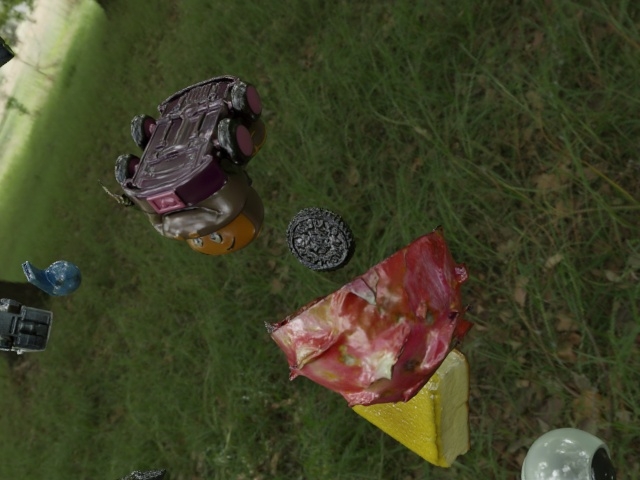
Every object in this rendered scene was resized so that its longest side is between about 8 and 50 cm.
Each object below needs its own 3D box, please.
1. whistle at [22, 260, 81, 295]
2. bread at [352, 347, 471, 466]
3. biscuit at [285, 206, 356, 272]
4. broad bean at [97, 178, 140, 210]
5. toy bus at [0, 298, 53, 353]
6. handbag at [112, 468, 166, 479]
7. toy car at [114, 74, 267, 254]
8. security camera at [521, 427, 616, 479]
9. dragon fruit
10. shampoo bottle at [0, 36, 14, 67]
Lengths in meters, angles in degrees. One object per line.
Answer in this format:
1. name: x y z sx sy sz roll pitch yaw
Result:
1. whistle: -0.609 0.081 1.357 0.158 0.090 0.090 78 -161 -65
2. bread: 0.209 0.358 1.446 0.333 0.143 0.323 26 135 40
3. biscuit: 0.000 0.000 1.495 0.194 0.194 0.053 -40 8 36
4. broad bean: -0.354 -0.133 1.256 0.056 0.098 0.318 -29 10 18
5. toy bus: -0.708 0.152 1.120 0.138 0.343 0.097 -14 65 39
6. handbag: -0.578 0.743 1.669 0.088 0.254 0.211 56 135 38
7. toy car: -0.211 -0.138 1.123 0.271 0.240 0.340 -11 47 23
8. security camera: 0.513 0.488 1.207 0.195 0.236 0.194 -10 58 16
9. dragon fruit: 0.111 0.155 1.024 0.371 0.249 0.386 -33 -7 2
10. shampoo bottle: -0.609 -0.252 0.947 0.234 0.049 0.087 -38 30 -5
